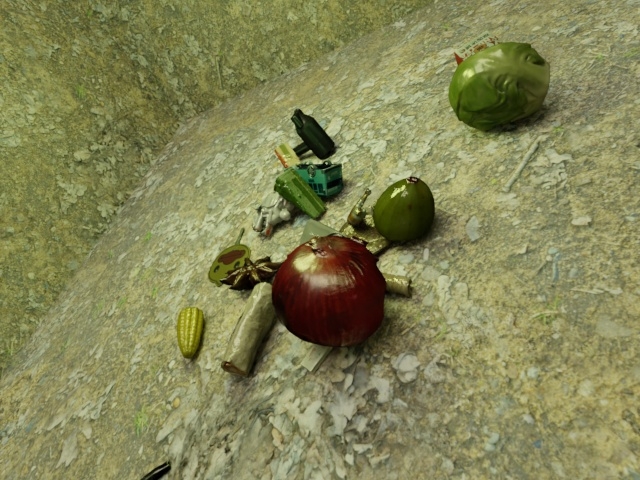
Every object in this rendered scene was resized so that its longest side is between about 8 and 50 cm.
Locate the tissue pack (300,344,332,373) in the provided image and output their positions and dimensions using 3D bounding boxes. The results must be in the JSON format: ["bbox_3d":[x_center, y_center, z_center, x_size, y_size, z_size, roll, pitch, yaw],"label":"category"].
[{"bbox_3d":[-0.010,0.343,1.217,0.056,0.023,0.108,21,65,48],"label":"tissue pack"}]

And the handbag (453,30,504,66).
[{"bbox_3d":[0.699,-0.717,1.675,0.171,0.151,0.298,-30,45,16],"label":"handbag"}]

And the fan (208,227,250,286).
[{"bbox_3d":[-0.397,0.068,1.817,0.229,0.011,0.335,-11,46,30],"label":"fan"}]

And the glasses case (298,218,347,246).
[{"bbox_3d":[-0.001,0.002,1.489,0.128,0.083,0.308,-54,30,-4],"label":"glasses case"}]

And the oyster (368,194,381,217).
[{"bbox_3d":[0.255,-0.148,1.491,0.199,0.061,0.106,-26,20,-7],"label":"oyster"}]

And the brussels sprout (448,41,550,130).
[{"bbox_3d":[0.619,-0.535,1.430,0.327,0.327,0.248,1,84,39],"label":"brussels sprout"}]

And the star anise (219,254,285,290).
[{"bbox_3d":[-0.260,0.144,1.569,0.271,0.103,0.272,-12,22,5],"label":"star anise"}]

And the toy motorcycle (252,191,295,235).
[{"bbox_3d":[-0.194,-0.134,1.771,0.170,0.110,0.260,30,86,37],"label":"toy motorcycle"}]

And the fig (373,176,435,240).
[{"bbox_3d":[0.271,-0.114,1.316,0.202,0.225,0.203,-2,44,2],"label":"fig"}]

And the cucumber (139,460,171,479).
[{"bbox_3d":[-0.513,0.715,1.218,0.134,0.034,0.033,-42,33,-7],"label":"cucumber"}]

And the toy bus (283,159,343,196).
[{"bbox_3d":[-0.026,-0.269,1.762,0.255,0.147,0.128,10,29,43],"label":"toy bus"}]

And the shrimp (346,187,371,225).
[{"bbox_3d":[0.153,-0.128,1.468,0.166,0.049,0.161,-56,4,-13],"label":"shrimp"}]

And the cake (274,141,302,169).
[{"bbox_3d":[-0.139,-0.373,1.973,0.086,0.117,0.221,-32,48,-4],"label":"cake"}]

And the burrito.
[{"bbox_3d":[-0.232,0.298,1.356,0.104,0.143,0.300,18,63,10],"label":"burrito"}]

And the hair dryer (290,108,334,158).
[{"bbox_3d":[-0.112,-0.499,2.017,0.302,0.244,0.116,-22,31,42],"label":"hair dryer"}]

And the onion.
[{"bbox_3d":[0.015,0.150,1.166,0.340,0.341,0.342,-21,40,19],"label":"onion"}]

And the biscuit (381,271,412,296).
[{"bbox_3d":[0.188,0.128,1.261,0.219,0.061,0.055,7,14,43],"label":"biscuit"}]

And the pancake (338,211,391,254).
[{"bbox_3d":[0.150,-0.014,1.455,0.249,0.031,0.250,-23,37,18],"label":"pancake"}]

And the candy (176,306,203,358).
[{"bbox_3d":[-0.498,0.355,1.531,0.106,0.094,0.199,-50,33,29],"label":"candy"}]

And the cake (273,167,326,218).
[{"bbox_3d":[-0.080,-0.196,1.673,0.235,0.099,0.100,38,58,18],"label":"cake"}]
